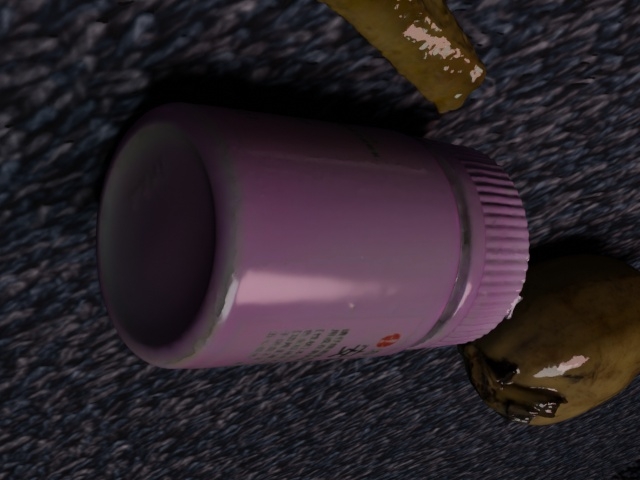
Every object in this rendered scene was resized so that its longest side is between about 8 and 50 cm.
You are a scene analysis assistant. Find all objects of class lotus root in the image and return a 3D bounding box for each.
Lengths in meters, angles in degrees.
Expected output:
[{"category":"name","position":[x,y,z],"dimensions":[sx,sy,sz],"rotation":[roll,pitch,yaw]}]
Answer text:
[{"category":"lotus root","position":[0.299,0.102,1.187],"dimensions":[0.310,0.183,0.183],"rotation":[-15,150,-25]}]

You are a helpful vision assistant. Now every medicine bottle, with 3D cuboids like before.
[{"category":"medicine bottle","position":[0.000,0.000,0.770],"dimensions":[0.290,0.178,0.178],"rotation":[2,141,-41]}]

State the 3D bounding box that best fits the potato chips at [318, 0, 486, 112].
[{"category":"potato chips","position":[-0.016,-0.169,0.585],"dimensions":[0.057,0.080,0.407],"rotation":[-22,158,30]}]
